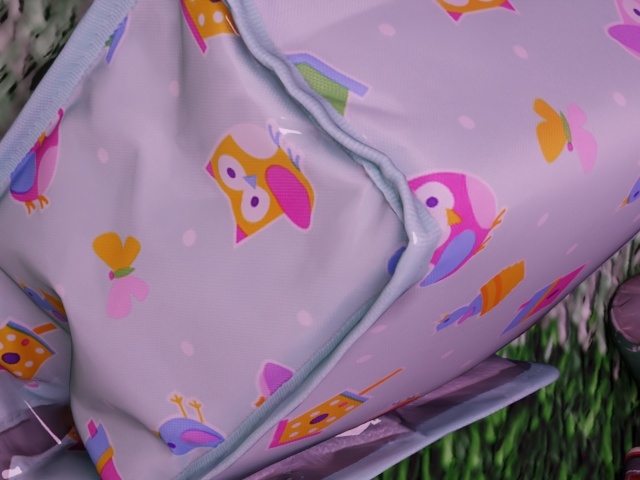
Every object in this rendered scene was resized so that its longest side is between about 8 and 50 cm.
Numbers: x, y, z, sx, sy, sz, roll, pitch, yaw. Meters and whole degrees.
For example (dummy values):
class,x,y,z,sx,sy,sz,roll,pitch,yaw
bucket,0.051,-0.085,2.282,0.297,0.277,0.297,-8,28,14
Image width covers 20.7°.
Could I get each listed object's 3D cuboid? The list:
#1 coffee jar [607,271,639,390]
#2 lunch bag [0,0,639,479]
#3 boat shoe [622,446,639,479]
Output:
class,x,y,z,sx,sy,sz,roll,pitch,yaw
coffee jar,0.233,0.096,0.979,0.079,0.096,0.184,-94,159,-57
lunch bag,0.000,0.000,0.608,0.223,0.262,0.160,-23,68,-46
boat shoe,0.194,0.174,0.980,0.043,0.049,0.137,-48,131,-34
